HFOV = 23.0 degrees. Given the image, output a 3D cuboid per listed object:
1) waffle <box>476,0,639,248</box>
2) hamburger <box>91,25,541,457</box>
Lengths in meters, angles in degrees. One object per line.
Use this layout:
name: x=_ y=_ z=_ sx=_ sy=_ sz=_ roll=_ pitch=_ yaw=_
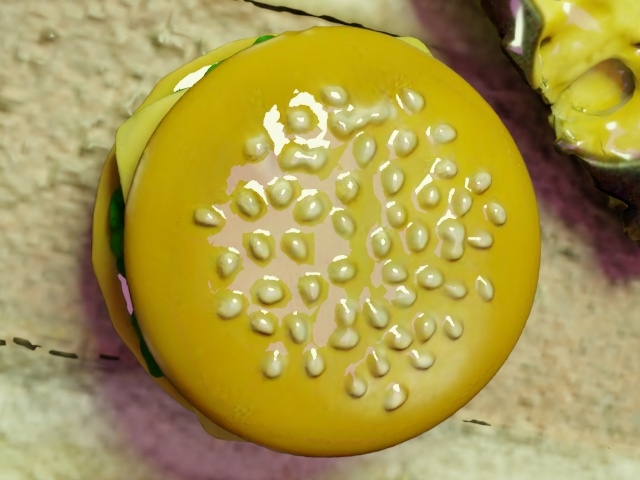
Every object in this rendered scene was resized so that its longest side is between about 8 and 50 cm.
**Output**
waffle: x=0.179 y=-0.119 z=0.588 sx=0.312 sy=0.060 sz=0.307 roll=17 pitch=109 yaw=-16
hamburger: x=0.000 y=0.000 z=0.558 sx=0.162 sy=0.115 sz=0.162 roll=-1 pitch=94 yaw=-17
